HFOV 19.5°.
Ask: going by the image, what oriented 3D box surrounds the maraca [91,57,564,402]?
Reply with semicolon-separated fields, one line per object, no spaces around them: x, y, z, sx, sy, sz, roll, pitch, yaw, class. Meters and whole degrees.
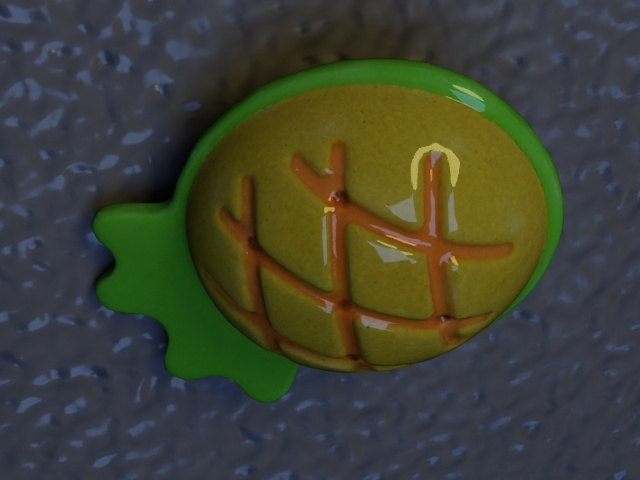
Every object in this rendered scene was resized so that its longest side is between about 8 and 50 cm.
0.000;0.000;0.677;0.185;0.099;0.127;-27;115;30;maraca
